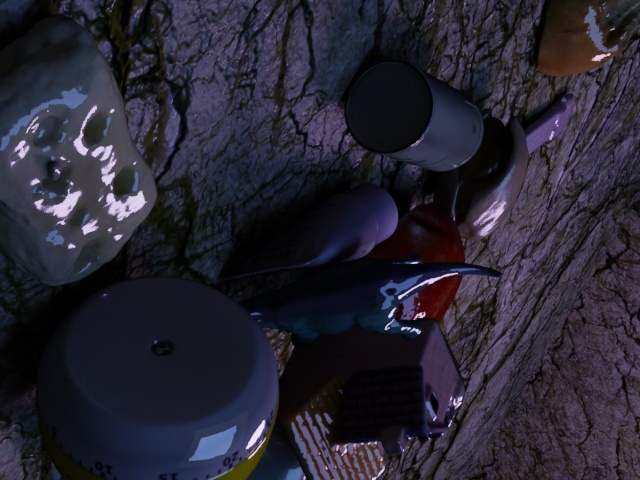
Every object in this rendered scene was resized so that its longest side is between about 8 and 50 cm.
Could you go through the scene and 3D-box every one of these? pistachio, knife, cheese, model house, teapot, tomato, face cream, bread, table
[{"bbox_3d":[0.272,-0.107,1.784,0.153,0.137,0.238,-55,163,-60],"label":"pistachio"},{"bbox_3d":[0.378,-0.181,2.007,0.398,0.038,0.132,-34,148,-41],"label":"knife"},{"bbox_3d":[-0.233,-0.064,0.933,0.159,0.093,0.263,-44,155,-21],"label":"cheese"},{"bbox_3d":[0.066,0.257,1.495,0.237,0.237,0.202,-58,137,-56],"label":"model house"},{"bbox_3d":[-0.111,0.284,1.564,0.183,0.183,0.251,-49,146,-12],"label":"teapot"},{"bbox_3d":[0.127,0.093,1.696,0.338,0.143,0.338,-46,167,-13],"label":"tomato"},{"bbox_3d":[0.000,0.000,1.446,0.274,0.154,0.096,-29,106,-50],"label":"face cream"},{"bbox_3d":[0.475,-0.370,1.808,0.174,0.133,0.252,-44,154,-26],"label":"bread"},{"bbox_3d":[0.132,-0.167,1.442,0.126,0.126,0.220,-59,158,12],"label":"table"}]

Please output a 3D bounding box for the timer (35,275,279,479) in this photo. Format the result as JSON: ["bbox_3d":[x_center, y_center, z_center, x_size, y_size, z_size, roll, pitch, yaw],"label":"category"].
[{"bbox_3d":[-0.182,0.204,1.179,0.285,0.285,0.285,-42,154,-26],"label":"timer"}]

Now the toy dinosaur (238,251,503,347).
[{"bbox_3d":[0.007,0.074,1.342,0.383,0.129,0.331,-15,169,22],"label":"toy dinosaur"}]
